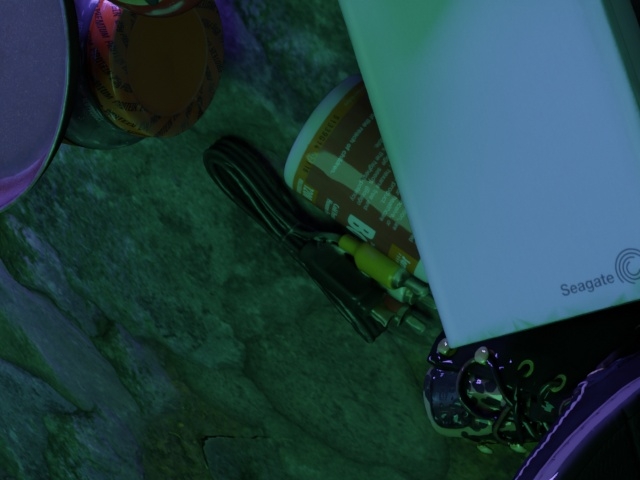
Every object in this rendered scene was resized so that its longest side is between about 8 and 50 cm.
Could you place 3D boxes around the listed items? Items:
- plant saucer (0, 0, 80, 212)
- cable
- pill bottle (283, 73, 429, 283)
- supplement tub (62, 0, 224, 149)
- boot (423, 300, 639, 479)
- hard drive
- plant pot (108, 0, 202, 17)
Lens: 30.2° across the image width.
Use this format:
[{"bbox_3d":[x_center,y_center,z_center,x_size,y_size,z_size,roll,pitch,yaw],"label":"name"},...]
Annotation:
[{"bbox_3d":[-0.309,-0.173,1.020,0.311,0.050,0.310,8,104,35],"label":"plant saucer"},{"bbox_3d":[0.000,0.000,1.216,0.287,0.072,0.139,43,160,21],"label":"cable"},{"bbox_3d":[0.085,-0.039,1.029,0.216,0.121,0.121,36,141,11],"label":"pill bottle"},{"bbox_3d":[-0.260,-0.192,1.132,0.316,0.193,0.193,12,132,32],"label":"supplement tub"},{"bbox_3d":[0.193,0.133,0.910,0.284,0.377,0.138,-7,112,50],"label":"boot"},{"bbox_3d":[0.131,-0.113,0.872,0.233,0.047,0.353,-22,85,48],"label":"hard drive"},{"bbox_3d":[-0.108,-0.282,0.939,0.191,0.174,0.191,21,135,22],"label":"plant pot"}]
